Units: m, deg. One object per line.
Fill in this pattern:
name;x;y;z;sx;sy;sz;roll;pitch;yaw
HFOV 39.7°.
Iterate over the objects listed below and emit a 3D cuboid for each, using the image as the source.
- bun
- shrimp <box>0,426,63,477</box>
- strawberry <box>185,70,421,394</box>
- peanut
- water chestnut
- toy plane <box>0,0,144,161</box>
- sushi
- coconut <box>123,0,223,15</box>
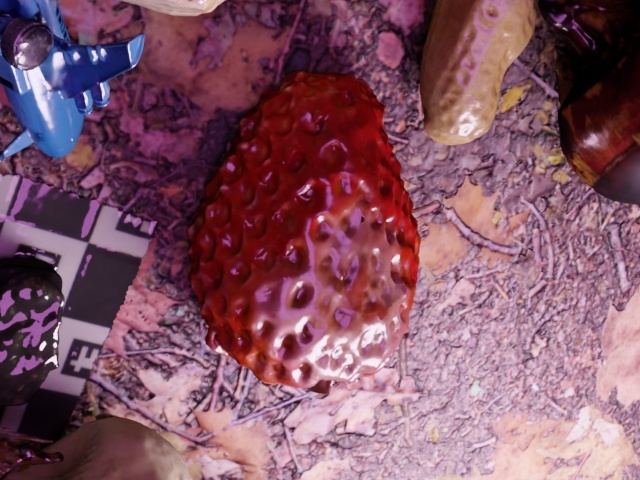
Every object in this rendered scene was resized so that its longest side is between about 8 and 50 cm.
bun;-0.233;0.303;0.883;0.259;0.259;0.160;-40;112;-2
shrimp;-0.373;0.246;0.876;0.251;0.052;0.143;-8;82;12
strawberry;0.000;0.000;0.913;0.265;0.149;0.336;0;109;-18
peanut;0.164;-0.207;0.921;0.108;0.095;0.226;10;107;-19
water chestnut;0.348;-0.178;0.910;0.300;0.300;0.300;-7;112;-17
toy plane;-0.249;-0.168;0.754;0.105;0.254;0.271;-43;153;-39
sushi;-0.373;0.068;0.832;0.373;0.100;0.296;21;102;-25
coconut;-0.130;-0.278;0.747;0.194;0.194;0.194;-7;112;-17
